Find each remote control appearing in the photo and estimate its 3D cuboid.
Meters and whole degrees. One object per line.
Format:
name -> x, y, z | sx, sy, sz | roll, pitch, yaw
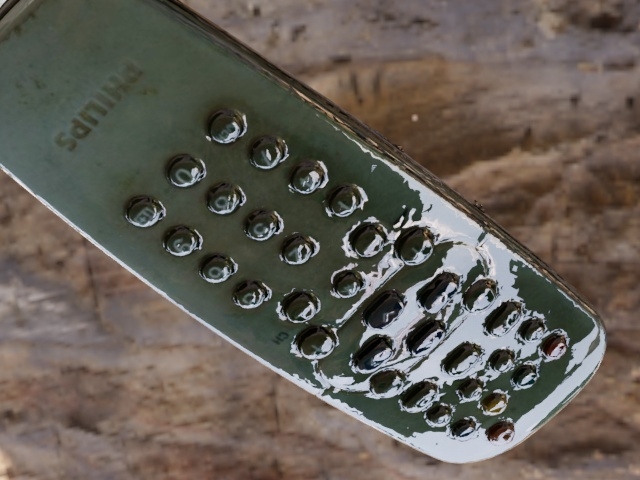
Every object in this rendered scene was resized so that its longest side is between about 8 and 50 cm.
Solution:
remote control -> 0.000, 0.000, 0.368 | 0.072, 0.222, 0.042 | -44, -143, 14

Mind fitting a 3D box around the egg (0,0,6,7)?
egg -> -0.176, -0.299, 0.881 | 0.288, 0.287, 0.379 | 10, -143, 26
